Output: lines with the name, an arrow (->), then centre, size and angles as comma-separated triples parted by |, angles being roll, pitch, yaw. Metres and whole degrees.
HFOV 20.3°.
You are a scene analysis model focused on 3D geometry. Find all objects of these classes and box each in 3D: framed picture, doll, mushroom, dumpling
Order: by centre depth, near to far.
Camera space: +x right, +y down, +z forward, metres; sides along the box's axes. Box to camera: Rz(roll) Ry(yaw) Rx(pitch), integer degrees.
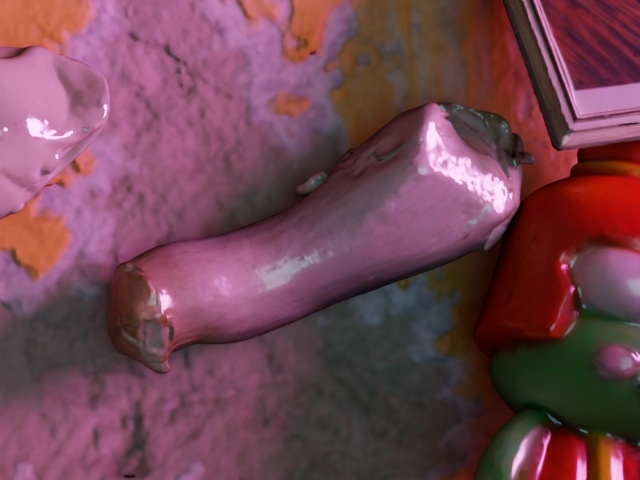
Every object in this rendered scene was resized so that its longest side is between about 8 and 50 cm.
dumpling -> -0.214, -0.071, 1.013 | 0.169, 0.100, 0.134 | -38, 65, 8
mushroom -> 0.001, 0.000, 1.072 | 0.278, 0.096, 0.099 | -25, 80, -6
doll -> 0.187, 0.047, 1.099 | 0.182, 0.160, 0.363 | 18, 83, -26
framed picture -> 0.203, -0.187, 1.108 | 0.216, 0.016, 0.273 | -9, 65, -16
